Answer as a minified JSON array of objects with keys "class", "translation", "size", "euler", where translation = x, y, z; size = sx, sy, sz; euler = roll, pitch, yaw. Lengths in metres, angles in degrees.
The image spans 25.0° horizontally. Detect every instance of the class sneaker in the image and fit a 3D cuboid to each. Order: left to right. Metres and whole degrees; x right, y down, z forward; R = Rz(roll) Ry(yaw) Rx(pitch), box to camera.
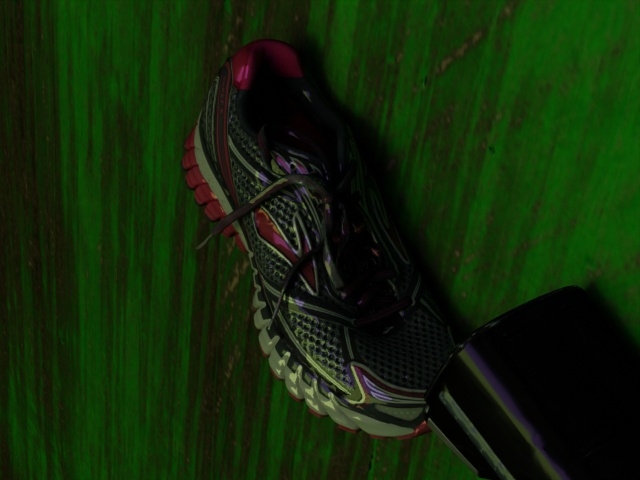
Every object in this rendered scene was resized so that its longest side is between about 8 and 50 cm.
[{"class":"sneaker","translation":[0.000,0.000,0.962],"size":[0.299,0.121,0.112],"euler":[56,145,22]}]

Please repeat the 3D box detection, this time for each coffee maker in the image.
[{"class":"coffee maker","translation":[0.158,0.116,0.808],"size":[0.171,0.120,0.178],"euler":[-49,65,31]}]
